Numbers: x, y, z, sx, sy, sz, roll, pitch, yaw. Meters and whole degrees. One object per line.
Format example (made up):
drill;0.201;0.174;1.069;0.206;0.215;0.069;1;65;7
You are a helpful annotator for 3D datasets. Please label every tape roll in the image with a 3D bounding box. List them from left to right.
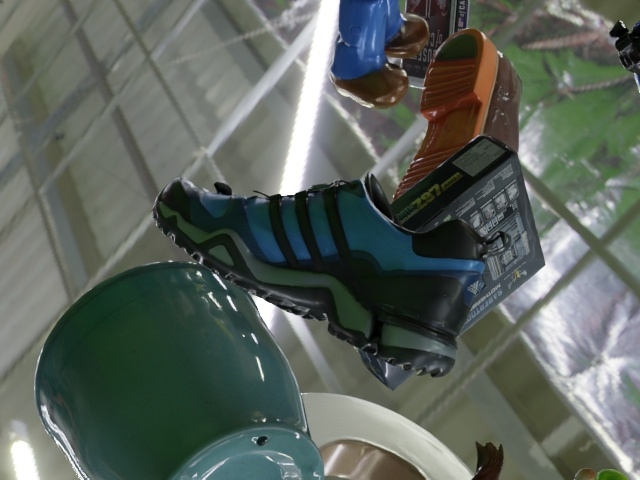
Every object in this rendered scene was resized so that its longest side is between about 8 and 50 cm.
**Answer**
tape roll;0.061;0.353;1.319;0.072;0.392;0.392;-62;-145;28

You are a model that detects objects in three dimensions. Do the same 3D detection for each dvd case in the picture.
dvd case;0.179;-0.354;1.632;0.179;0.030;0.238;-147;-122;-66

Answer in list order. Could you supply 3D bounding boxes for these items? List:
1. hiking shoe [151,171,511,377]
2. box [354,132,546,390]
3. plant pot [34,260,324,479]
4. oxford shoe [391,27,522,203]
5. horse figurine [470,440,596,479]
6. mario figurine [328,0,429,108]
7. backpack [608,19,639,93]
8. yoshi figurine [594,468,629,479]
hiking shoe;0.000;0.000;0.870;0.304;0.113;0.132;25;-95;25
box;0.123;0.025;1.105;0.233;0.183;0.059;-37;-136;-12
plant pot;-0.132;0.199;1.091;0.271;0.272;0.255;-52;-141;6
oxford shoe;0.186;-0.079;1.302;0.130;0.133;0.363;-4;-116;51
horse figurine;0.181;0.246;0.819;0.174;0.066;0.263;-25;-158;-24
mario figurine;0.075;-0.269;0.925;0.170;0.320;0.198;-16;-130;-9
backpack;0.590;-0.229;1.523;0.277;0.263;0.213;10;-145;39
yoshi figurine;0.403;0.397;1.332;0.203;0.362;0.203;43;-125;18
